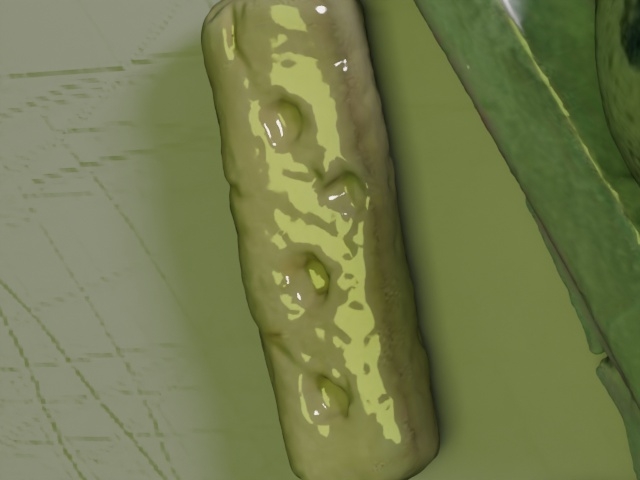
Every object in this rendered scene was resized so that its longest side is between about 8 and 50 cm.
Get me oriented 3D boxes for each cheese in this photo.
[{"bbox_3d":[0.000,0.000,0.627,0.065,0.043,0.194,-9,98,26],"label":"cheese"}]

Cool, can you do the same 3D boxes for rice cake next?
[{"bbox_3d":[0.094,-0.014,0.590,0.290,0.051,0.081,61,146,2],"label":"rice cake"}]

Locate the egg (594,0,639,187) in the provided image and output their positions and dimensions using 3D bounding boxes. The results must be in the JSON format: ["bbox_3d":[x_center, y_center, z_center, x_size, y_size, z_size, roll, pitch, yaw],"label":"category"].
[{"bbox_3d":[0.152,-0.058,0.507,0.141,0.141,0.182,-39,62,22],"label":"egg"}]
